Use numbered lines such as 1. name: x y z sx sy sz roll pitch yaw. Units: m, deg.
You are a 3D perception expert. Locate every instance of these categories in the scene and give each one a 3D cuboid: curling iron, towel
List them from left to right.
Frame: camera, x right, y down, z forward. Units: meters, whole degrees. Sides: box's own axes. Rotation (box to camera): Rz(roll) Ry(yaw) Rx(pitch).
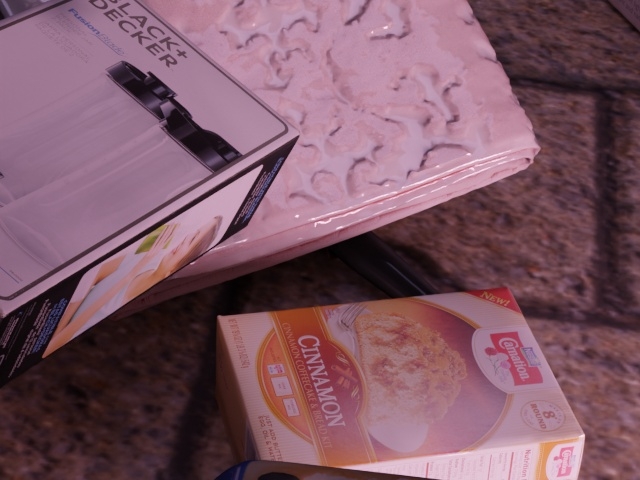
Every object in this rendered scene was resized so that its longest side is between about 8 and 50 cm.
1. towel: -0.058 -0.145 1.212 0.317 0.053 0.332 -21 71 -12
2. curling iron: 0.000 0.000 1.209 0.274 0.035 0.068 34 67 27

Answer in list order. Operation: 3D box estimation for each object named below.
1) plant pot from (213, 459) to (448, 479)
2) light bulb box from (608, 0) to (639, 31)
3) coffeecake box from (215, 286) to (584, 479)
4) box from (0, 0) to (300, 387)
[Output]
1. plant pot: 0.034 0.224 0.716 0.236 0.212 0.236 6 21 3
2. light bulb box: 0.451 -0.324 1.406 0.358 0.361 0.225 -11 39 -19
3. coffeecake box: 0.042 0.103 1.041 0.185 0.068 0.142 -5 37 -13
4. box: -0.161 -0.038 1.012 0.169 0.087 0.290 41 36 12
